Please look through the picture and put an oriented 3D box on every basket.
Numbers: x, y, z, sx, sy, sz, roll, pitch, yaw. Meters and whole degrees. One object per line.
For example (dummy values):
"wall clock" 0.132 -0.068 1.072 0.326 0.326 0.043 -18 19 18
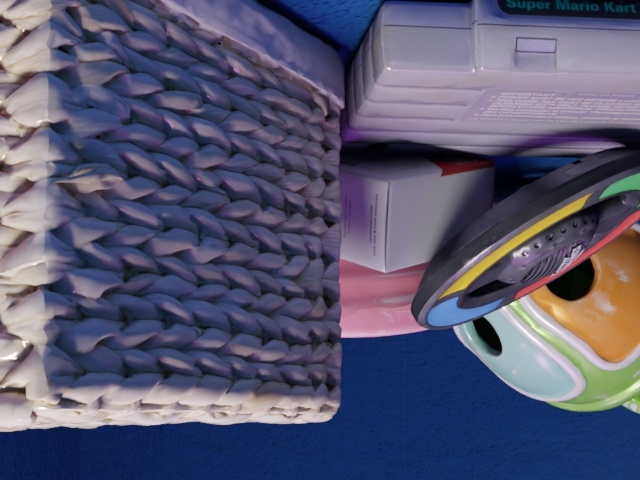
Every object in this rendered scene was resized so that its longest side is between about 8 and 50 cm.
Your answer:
"basket" -0.188 -0.013 0.771 0.328 0.266 0.331 -6 171 27

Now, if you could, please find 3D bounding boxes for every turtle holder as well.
"turtle holder" 0.238 0.033 1.306 0.227 0.243 0.320 23 -161 -32

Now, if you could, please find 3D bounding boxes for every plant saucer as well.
"plant saucer" 0.000 0.000 1.135 0.332 0.084 0.332 3 -165 -1

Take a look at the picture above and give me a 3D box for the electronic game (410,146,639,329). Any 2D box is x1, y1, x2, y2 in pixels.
"electronic game" 0.170 0.002 0.935 0.229 0.048 0.229 -27 162 -10

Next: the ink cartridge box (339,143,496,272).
"ink cartridge box" 0.031 -0.038 0.974 0.127 0.072 0.175 -13 -159 -43

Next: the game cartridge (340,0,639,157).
"game cartridge" 0.197 -0.107 0.850 0.355 0.068 0.230 1 167 -8
